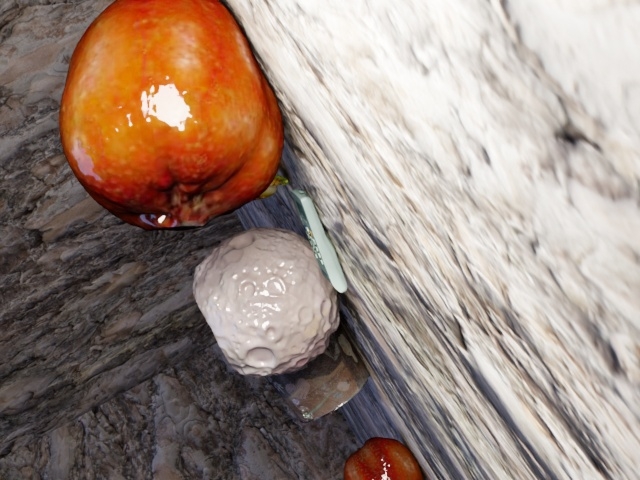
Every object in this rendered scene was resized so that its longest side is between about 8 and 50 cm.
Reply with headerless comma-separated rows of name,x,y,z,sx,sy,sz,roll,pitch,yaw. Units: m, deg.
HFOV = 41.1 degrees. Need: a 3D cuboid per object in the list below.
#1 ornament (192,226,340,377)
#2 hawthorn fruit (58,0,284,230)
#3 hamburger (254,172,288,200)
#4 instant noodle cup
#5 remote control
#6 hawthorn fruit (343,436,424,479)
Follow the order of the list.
ornament,-0.083,0.101,1.453,0.259,0.225,0.259,61,174,10
hawthorn fruit,-0.185,-0.162,1.062,0.295,0.295,0.311,-142,49,-75
hamburger,-0.122,-0.106,1.377,0.126,0.141,0.081,-150,61,-73
instant noodle cup,-0.027,0.229,1.692,0.207,0.217,0.217,56,174,-7
remote control,0.000,0.000,1.264,0.162,0.029,0.061,70,169,-21
hawthorn fruit,0.136,0.492,1.705,0.188,0.169,0.169,54,171,29
